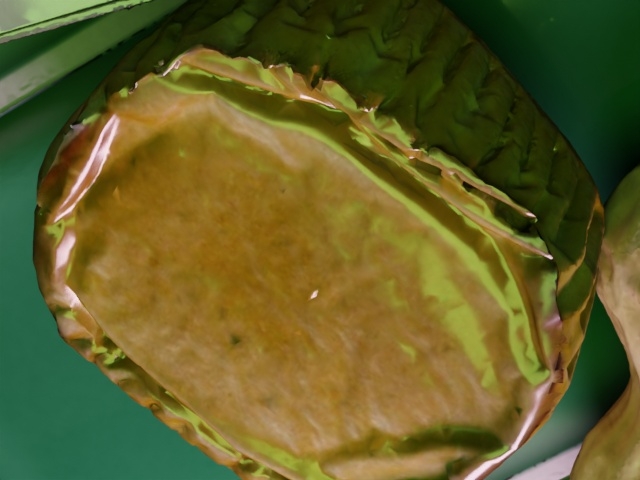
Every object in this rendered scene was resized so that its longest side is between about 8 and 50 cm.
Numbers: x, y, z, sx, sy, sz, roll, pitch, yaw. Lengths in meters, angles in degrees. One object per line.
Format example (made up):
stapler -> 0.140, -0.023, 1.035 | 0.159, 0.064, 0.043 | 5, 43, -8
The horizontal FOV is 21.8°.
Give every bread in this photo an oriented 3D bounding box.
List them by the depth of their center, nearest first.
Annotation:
bread -> 0.000, 0.000, 0.778 | 0.253, 0.142, 0.227 | 42, 124, -2

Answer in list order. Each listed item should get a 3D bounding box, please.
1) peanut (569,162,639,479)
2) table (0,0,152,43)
peanut -> 0.193, 0.091, 0.835 | 0.136, 0.120, 0.298 | -4, 110, -1
table -> -0.165, -0.150, 0.749 | 0.240, 0.121, 0.111 | -15, 111, 9
